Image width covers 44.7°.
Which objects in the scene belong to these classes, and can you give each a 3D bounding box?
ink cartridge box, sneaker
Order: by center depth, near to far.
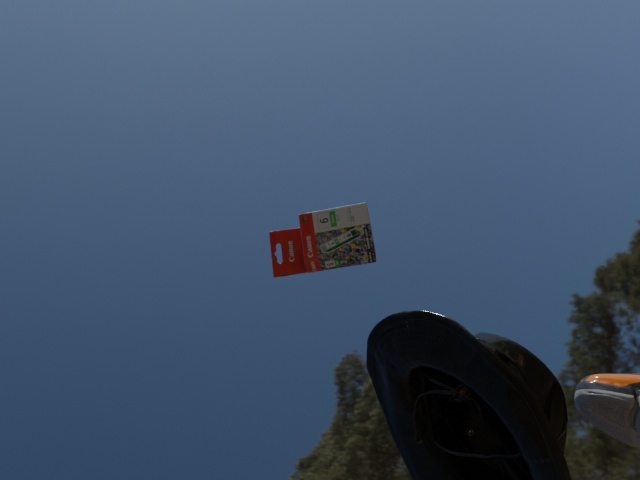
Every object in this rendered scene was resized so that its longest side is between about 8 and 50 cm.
[{"bbox_3d":[0.000,0.000,0.852,0.115,0.029,0.063,-9,-120,3],"label":"ink cartridge box"},{"bbox_3d":[0.482,0.169,0.945,0.321,0.124,0.180,8,-123,19],"label":"sneaker"}]

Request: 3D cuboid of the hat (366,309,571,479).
[{"bbox_3d":[0.199,0.208,0.888,0.134,0.331,0.331,-25,-89,-30],"label":"hat"}]
